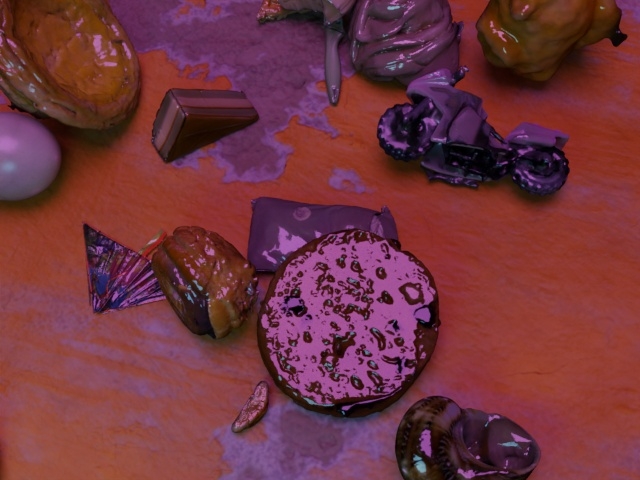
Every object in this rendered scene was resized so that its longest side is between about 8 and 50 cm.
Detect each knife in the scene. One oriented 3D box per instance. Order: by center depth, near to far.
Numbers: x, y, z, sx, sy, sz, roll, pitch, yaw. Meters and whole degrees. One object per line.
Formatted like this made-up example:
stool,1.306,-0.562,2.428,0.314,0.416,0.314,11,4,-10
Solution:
knife,0.025,-0.382,1.663,0.043,0.020,0.293,-4,69,3

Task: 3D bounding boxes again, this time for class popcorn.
popcorn,0.411,-0.426,1.533,0.281,0.297,0.316,42,71,11

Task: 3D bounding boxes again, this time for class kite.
kite,-0.325,0.044,1.475,0.241,0.014,0.183,33,68,19

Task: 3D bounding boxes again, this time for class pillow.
pillow,0.000,0.000,1.459,0.255,0.059,0.169,5,65,4

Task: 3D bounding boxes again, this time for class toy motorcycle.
toy motorcycle,0.264,-0.189,1.501,0.327,0.143,0.188,15,64,2

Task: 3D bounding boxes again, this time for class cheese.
cheese,0.011,-0.517,1.668,0.163,0.071,0.249,4,62,26

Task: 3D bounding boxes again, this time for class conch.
conch,0.193,0.299,1.263,0.187,0.124,0.181,-12,50,-30

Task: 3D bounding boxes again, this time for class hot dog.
hot dog,-0.099,0.256,1.344,0.034,0.030,0.090,30,67,7

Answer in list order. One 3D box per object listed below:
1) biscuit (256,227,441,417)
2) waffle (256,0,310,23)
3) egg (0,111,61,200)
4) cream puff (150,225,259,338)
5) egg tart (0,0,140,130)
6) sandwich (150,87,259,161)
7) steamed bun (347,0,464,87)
biscuit,0.042,0.126,1.366,0.296,0.075,0.296,-1,73,4
waffle,-0.015,-0.450,1.709,0.191,0.032,0.125,13,64,8
egg,-0.542,-0.142,1.503,0.209,0.151,0.151,0,62,8
cream puff,-0.172,0.059,1.370,0.129,0.189,0.189,-35,66,-20
egg tart,-0.467,-0.330,1.535,0.132,0.345,0.345,-20,58,28
sandwich,-0.209,-0.207,1.599,0.163,0.113,0.079,-8,55,-42
steamed bun,0.154,-0.392,1.607,0.211,0.144,0.218,3,63,3
